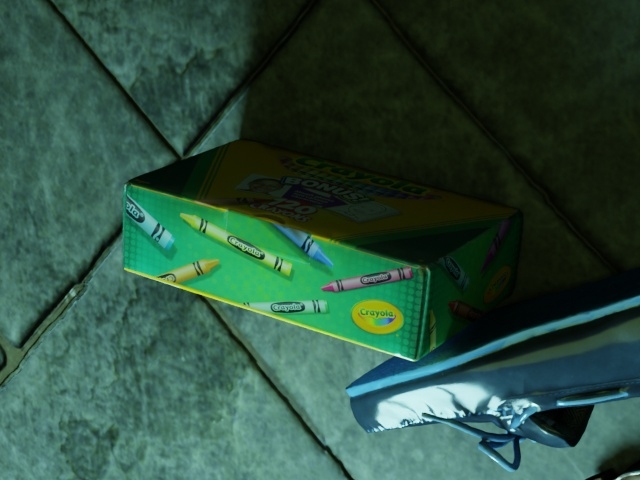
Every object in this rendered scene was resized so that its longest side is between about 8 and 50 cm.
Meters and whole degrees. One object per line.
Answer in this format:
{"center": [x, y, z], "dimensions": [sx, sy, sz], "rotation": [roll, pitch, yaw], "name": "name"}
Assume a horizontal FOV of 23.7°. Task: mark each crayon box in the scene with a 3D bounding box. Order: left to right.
{"center": [0.000, 0.000, 1.224], "dimensions": [0.278, 0.165, 0.081], "rotation": [16, 113, 28], "name": "crayon box"}

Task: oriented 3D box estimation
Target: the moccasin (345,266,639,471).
{"center": [0.171, 0.112, 1.169], "dimensions": [0.342, 0.137, 0.117], "rotation": [-19, 99, 36], "name": "moccasin"}

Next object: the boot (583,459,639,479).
{"center": [0.267, 0.230, 1.203], "dimensions": [0.106, 0.037, 0.114], "rotation": [-29, 85, 49], "name": "boot"}
